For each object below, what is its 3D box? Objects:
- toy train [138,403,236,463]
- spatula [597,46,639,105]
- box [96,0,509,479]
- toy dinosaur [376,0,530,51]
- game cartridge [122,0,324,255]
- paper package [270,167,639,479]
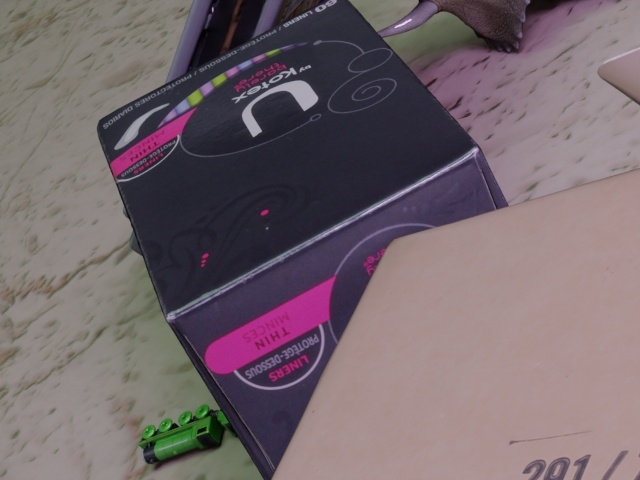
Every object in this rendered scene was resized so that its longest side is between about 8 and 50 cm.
[{"bbox_3d":[-0.066,0.104,1.081,0.083,0.017,0.024,-23,39,25],"label":"toy train"},{"bbox_3d":[0.232,-0.041,0.732,0.168,0.242,0.019,-18,62,36],"label":"spatula"},{"bbox_3d":[0.000,0.000,1.011,0.165,0.143,0.270,-29,26,-2],"label":"box"},{"bbox_3d":[0.180,-0.215,1.237,0.313,0.121,0.160,-23,41,17],"label":"toy dinosaur"},{"bbox_3d":[-0.029,-0.146,1.207,0.198,0.062,0.297,-48,-15,-52],"label":"game cartridge"},{"bbox_3d":[0.139,0.111,0.648,0.324,0.168,0.309,-17,32,36],"label":"paper package"}]
